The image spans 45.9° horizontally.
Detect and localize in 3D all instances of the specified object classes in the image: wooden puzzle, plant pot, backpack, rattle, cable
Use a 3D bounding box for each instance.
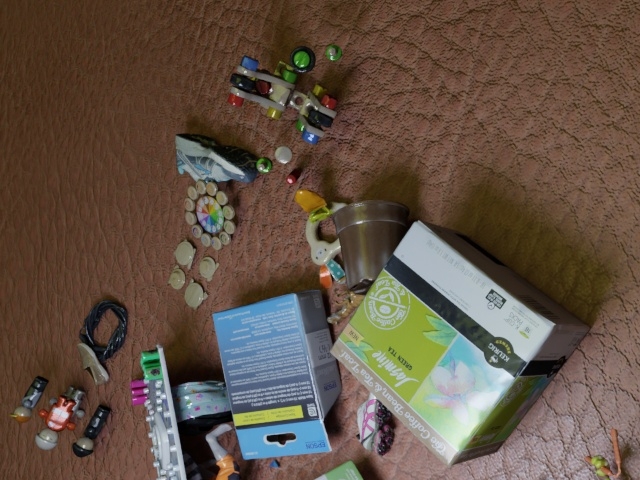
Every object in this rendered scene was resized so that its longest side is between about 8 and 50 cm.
[{"bbox_3d":[-0.124,0.478,1.787,0.078,0.014,0.116,-15,75,37],"label":"wooden puzzle"},{"bbox_3d":[0.113,0.022,1.586,0.167,0.167,0.165,-17,68,32],"label":"plant pot"},{"bbox_3d":[-0.283,0.394,1.805,0.152,0.182,0.115,-33,66,27],"label":"backpack"},{"bbox_3d":[0.000,0.000,1.700,0.130,0.143,0.199,9,82,17],"label":"rattle"},{"bbox_3d":[-0.610,0.255,2.133,0.184,0.047,0.150,-41,63,22],"label":"cable"}]

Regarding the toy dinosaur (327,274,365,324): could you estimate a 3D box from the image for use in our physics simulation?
[{"bbox_3d":[0.099,0.111,1.671,0.211,0.064,0.112,-32,98,23],"label":"toy dinosaur"}]

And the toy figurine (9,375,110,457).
[{"bbox_3d":[-0.712,0.485,2.068,0.209,0.213,0.148,22,82,34],"label":"toy figurine"}]

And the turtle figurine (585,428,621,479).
[{"bbox_3d":[0.477,0.467,1.329,0.217,0.087,0.269,-16,83,40],"label":"turtle figurine"}]

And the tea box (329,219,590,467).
[{"bbox_3d":[0.258,0.190,1.439,0.329,0.220,0.323,40,107,32],"label":"tea box"}]

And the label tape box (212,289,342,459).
[{"bbox_3d":[-0.090,0.306,1.724,0.249,0.115,0.347,-16,86,32],"label":"label tape box"}]

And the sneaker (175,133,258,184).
[{"bbox_3d":[-0.266,-0.186,1.946,0.283,0.110,0.122,26,116,37],"label":"sneaker"}]

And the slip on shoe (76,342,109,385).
[{"bbox_3d":[-0.650,0.348,2.125,0.135,0.041,0.051,53,141,7],"label":"slip on shoe"}]

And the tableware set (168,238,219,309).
[{"bbox_3d":[-0.341,0.088,1.990,0.169,0.020,0.141,35,105,32],"label":"tableware set"}]

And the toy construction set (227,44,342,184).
[{"bbox_3d":[-0.074,-0.300,1.790,0.257,0.237,0.309,1,102,5],"label":"toy construction set"}]

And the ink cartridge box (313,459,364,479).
[{"bbox_3d":[-0.042,0.624,1.509,0.207,0.353,0.119,56,153,28],"label":"ink cartridge box"}]

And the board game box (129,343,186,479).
[{"bbox_3d":[-0.393,0.484,1.813,0.390,0.050,0.390,129,130,-62],"label":"board game box"}]

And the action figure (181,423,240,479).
[{"bbox_3d":[-0.246,0.638,1.717,0.341,0.178,0.330,-55,37,38],"label":"action figure"}]

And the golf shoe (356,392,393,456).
[{"bbox_3d":[0.108,0.361,1.583,0.086,0.067,0.186,20,116,36],"label":"golf shoe"}]

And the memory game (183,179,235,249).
[{"bbox_3d":[-0.286,-0.066,1.935,0.186,0.012,0.186,16,116,35],"label":"memory game"}]
